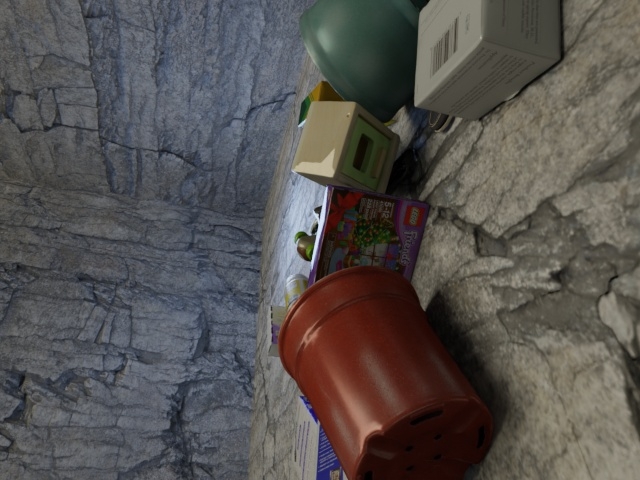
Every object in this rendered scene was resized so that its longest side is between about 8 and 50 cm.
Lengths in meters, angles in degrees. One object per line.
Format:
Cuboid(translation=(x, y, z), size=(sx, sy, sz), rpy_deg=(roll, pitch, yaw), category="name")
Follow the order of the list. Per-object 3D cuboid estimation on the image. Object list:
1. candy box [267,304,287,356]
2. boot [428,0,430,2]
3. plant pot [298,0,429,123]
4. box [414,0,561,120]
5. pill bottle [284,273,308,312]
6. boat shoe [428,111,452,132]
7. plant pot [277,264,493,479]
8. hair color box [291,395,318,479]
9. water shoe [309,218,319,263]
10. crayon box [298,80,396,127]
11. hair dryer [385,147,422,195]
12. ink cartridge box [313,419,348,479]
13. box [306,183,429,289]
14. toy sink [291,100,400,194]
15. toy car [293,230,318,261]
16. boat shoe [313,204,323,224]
Cuboid(translation=(-0.110, 0.336, 1.535), size=(0.196, 0.164, 0.070), rpy_deg=(-102, 26, -55), category="candy box")
Cuboid(translation=(0.246, -0.550, 0.888), size=(0.118, 0.042, 0.087), rpy_deg=(-120, 46, -66), category="boot")
Cuboid(translation=(0.128, -0.425, 0.863), size=(0.196, 0.293, 0.293), rpy_deg=(-34, 43, 35), category="plant pot")
Cuboid(translation=(0.235, -0.305, 0.612), size=(0.181, 0.119, 0.182), rpy_deg=(147, 130, -72), category="box")
Cuboid(translation=(-0.074, 0.216, 1.558), size=(0.208, 0.119, 0.119), rpy_deg=(-110, 31, -64), category="pill bottle")
Cuboid(translation=(0.224, -0.307, 0.770), size=(0.075, 0.065, 0.206), rpy_deg=(-127, 46, -71), category="boat shoe")
Cuboid(translation=(0.096, 0.220, 0.634), size=(0.265, 0.272, 0.272), rpy_deg=(-125, 44, -58), category="plant pot")
Cuboid(translation=(0.016, 0.536, 1.041), size=(0.339, 0.110, 0.185), rpy_deg=(176, 101, -74), category="hair color box")
Cuboid(translation=(0.000, 0.000, 1.533), size=(0.080, 0.073, 0.203), rpy_deg=(52, 138, 34), category="water shoe")
Cuboid(translation=(0.067, -0.357, 1.155), size=(0.318, 0.202, 0.081), rpy_deg=(-154, 73, -74), category="crayon box")
Cuboid(translation=(0.150, -0.110, 0.999), size=(0.224, 0.080, 0.293), rpy_deg=(-62, 21, 7), category="hair dryer")
Cuboid(translation=(0.065, 0.403, 0.771), size=(0.165, 0.065, 0.333), rpy_deg=(-37, 20, 19), category="ink cartridge box")
Cuboid(translation=(0.085, 0.048, 0.842), size=(0.057, 0.201, 0.293), rpy_deg=(-127, 46, -71), category="box")
Cuboid(translation=(0.076, -0.179, 0.899), size=(0.131, 0.234, 0.153), rpy_deg=(17, 89, 39), category="toy sink")
Cuboid(translation=(-0.005, 0.077, 1.349), size=(0.155, 0.149, 0.188), rpy_deg=(-138, 46, -61), category="toy car")
Cuboid(translation=(0.050, -0.049, 1.211), size=(0.324, 0.123, 0.116), rpy_deg=(-78, -33, -74), category="boat shoe")
